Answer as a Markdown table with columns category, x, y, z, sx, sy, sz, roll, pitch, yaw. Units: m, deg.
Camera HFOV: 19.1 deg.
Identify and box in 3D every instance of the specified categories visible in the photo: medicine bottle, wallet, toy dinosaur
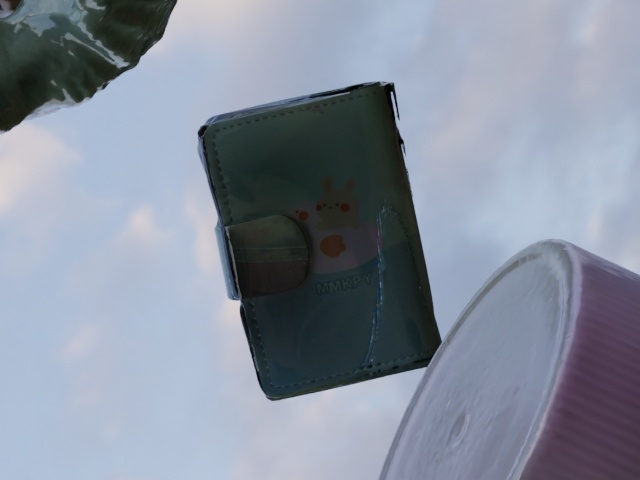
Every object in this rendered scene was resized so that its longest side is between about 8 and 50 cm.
| category | x | y | z | sx | sy | sz | roll | pitch | yaw |
| --- | --- | --- | --- | --- | --- | --- | --- | --- | --- |
| medicine bottle | 0.193 | 0.151 | 0.889 | 0.241 | 0.302 | 0.241 | -58 | 13 | 22 |
| wallet | 0.000 | 0.000 | 1.621 | 0.075 | 0.176 | 0.250 | -106 | 3 | -78 |
| toy dinosaur | -0.111 | -0.160 | 1.031 | 0.393 | 0.092 | 0.205 | -44 | -21 | -12 |

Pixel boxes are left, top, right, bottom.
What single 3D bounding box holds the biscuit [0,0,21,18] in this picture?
| category | x | y | z | sx | sy | sz | roll | pitch | yaw |
| --- | --- | --- | --- | --- | --- | --- | --- | --- | --- |
| biscuit | -0.144 | -0.326 | 1.338 | 0.342 | 0.166 | 0.395 | -56 | -6 | 35 |
